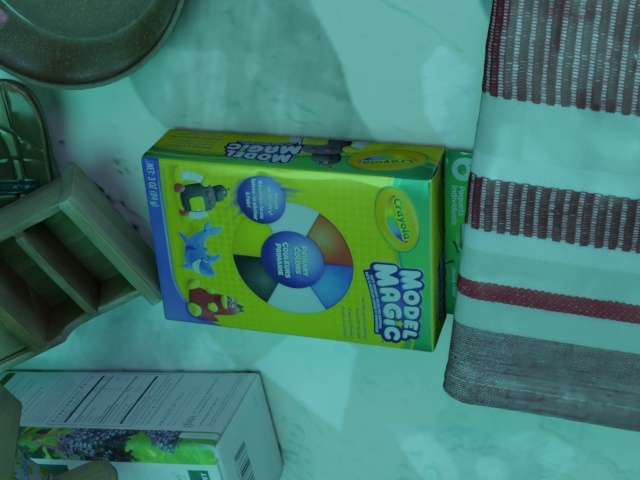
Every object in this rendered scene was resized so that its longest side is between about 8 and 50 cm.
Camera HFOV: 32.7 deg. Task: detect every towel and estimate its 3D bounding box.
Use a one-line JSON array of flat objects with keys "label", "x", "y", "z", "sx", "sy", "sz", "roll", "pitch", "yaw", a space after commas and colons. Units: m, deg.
[{"label": "towel", "x": 0.204, "y": -0.029, "z": 0.622, "sx": 0.237, "sy": 0.037, "sz": 0.329, "roll": 8, "pitch": 119, "yaw": 8}]

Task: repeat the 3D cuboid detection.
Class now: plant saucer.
[{"label": "plant saucer", "x": -0.167, "y": -0.193, "z": 0.678, "sx": 0.199, "sy": 0.036, "sz": 0.198, "roll": 8, "pitch": 120, "yaw": 15}]

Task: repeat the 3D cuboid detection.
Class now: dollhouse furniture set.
[{"label": "dollhouse furniture set", "x": -0.197, "y": 0.090, "z": 0.685, "sx": 0.161, "sy": 0.242, "sz": 0.212, "roll": -26, "pitch": 128, "yaw": 14}]

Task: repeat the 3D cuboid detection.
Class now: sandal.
[{"label": "sandal", "x": -0.215, "y": -0.037, "z": 0.771, "sx": 0.072, "sy": 0.049, "sz": 0.180, "roll": 2, "pitch": 123, "yaw": -6}]

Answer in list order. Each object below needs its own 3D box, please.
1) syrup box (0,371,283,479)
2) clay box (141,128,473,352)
[{"label": "syrup box", "x": -0.158, "y": 0.162, "z": 0.833, "sx": 0.237, "sy": 0.096, "sz": 0.093, "roll": -3, "pitch": 117, "yaw": 20}, {"label": "clay box", "x": 0.000, "y": 0.000, "z": 0.713, "sx": 0.222, "sy": 0.053, "sz": 0.127, "roll": 6, "pitch": 120, "yaw": 18}]
